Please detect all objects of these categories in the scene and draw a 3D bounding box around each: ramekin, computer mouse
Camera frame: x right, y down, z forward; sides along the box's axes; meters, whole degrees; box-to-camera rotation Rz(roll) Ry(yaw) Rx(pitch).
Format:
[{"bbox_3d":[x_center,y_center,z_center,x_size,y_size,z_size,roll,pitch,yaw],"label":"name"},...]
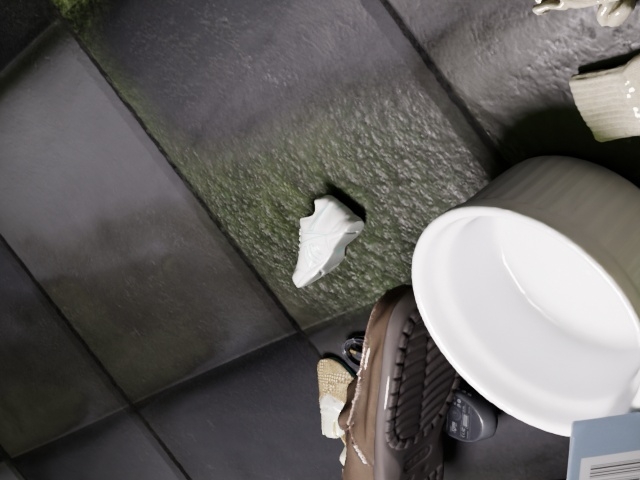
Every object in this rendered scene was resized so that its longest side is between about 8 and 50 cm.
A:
[{"bbox_3d":[0.241,0.048,1.676,0.277,0.135,0.277,28,140,26],"label":"ramekin"},{"bbox_3d":[0.122,0.170,2.010,0.242,0.041,0.071,30,132,35],"label":"computer mouse"}]

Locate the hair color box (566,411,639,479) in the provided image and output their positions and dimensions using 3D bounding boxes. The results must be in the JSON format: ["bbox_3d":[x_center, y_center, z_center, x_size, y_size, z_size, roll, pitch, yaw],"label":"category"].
[{"bbox_3d":[0.367,0.347,1.665,0.113,0.185,0.374,-13,136,31],"label":"hair color box"}]

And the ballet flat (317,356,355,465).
[{"bbox_3d":[0.043,0.247,2.131,0.073,0.067,0.206,-13,113,52],"label":"ballet flat"}]

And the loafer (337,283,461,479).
[{"bbox_3d":[0.070,0.194,1.939,0.130,0.134,0.366,33,133,33],"label":"loafer"}]

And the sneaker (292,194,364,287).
[{"bbox_3d":[0.000,0.000,1.965,0.061,0.054,0.152,50,140,14],"label":"sneaker"}]

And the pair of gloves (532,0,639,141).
[{"bbox_3d":[0.279,-0.191,1.490,0.204,0.042,0.240,0,122,47],"label":"pair of gloves"}]
